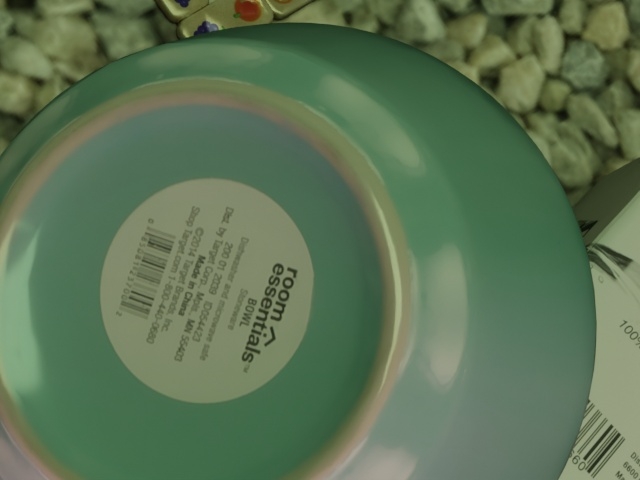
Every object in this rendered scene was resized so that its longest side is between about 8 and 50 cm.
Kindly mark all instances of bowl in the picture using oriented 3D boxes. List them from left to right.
[{"bbox_3d":[-0.038,0.034,0.616,0.311,0.163,0.312,-1,83,13],"label":"bowl"}]

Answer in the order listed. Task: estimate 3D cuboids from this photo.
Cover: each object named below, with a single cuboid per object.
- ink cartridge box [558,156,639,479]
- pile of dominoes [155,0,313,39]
[{"bbox_3d":[0.179,0.109,0.790,0.211,0.121,0.289,48,66,-4],"label":"ink cartridge box"},{"bbox_3d":[-0.027,-0.250,0.845,0.251,0.040,0.196,-36,92,-26],"label":"pile of dominoes"}]
